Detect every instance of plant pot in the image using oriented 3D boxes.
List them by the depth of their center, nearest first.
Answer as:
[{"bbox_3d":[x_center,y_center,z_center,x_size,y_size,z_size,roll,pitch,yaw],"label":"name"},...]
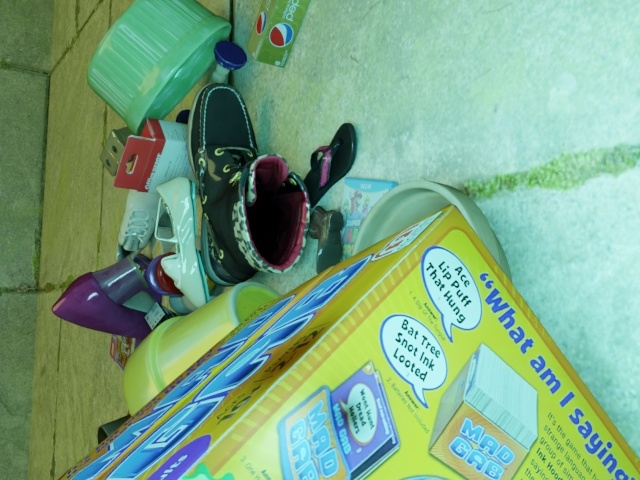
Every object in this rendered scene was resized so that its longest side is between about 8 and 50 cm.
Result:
[{"bbox_3d":[0.139,0.055,0.806,0.237,0.109,0.238,-13,74,56],"label":"plant pot"},{"bbox_3d":[-0.151,0.202,1.147,0.239,0.254,0.254,-43,49,26],"label":"plant pot"}]

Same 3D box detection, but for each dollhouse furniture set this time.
[{"bbox_3d":[-0.455,-0.194,1.815,0.184,0.129,0.129,54,138,7],"label":"dollhouse furniture set"}]

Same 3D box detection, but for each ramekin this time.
[{"bbox_3d":[-0.335,-0.376,1.437,0.303,0.148,0.303,-48,8,9],"label":"ramekin"}]

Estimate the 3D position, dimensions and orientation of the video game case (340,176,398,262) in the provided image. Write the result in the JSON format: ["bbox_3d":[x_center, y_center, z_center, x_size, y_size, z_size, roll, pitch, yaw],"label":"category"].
[{"bbox_3d":[0.062,-0.006,1.026,0.119,0.015,0.166,14,98,58],"label":"video game case"}]

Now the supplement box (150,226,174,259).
[{"bbox_3d":[-0.385,0.023,1.717,0.062,0.036,0.098,-55,43,38],"label":"supplement box"}]

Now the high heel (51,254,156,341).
[{"bbox_3d":[-0.432,0.180,1.509,0.127,0.181,0.377,48,161,35],"label":"high heel"}]

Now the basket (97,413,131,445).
[{"bbox_3d":[-0.280,0.369,1.294,0.204,0.226,0.154,-11,92,58],"label":"basket"}]

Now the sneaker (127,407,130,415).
[{"bbox_3d":[-0.435,0.497,1.712,0.221,0.086,0.128,-108,29,-52],"label":"sneaker"}]

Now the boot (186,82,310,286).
[{"bbox_3d":[-0.129,-0.108,1.202,0.284,0.138,0.378,174,96,-65],"label":"boot"}]

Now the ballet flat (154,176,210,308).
[{"bbox_3d":[-0.255,0.011,1.261,0.086,0.086,0.249,-6,91,58],"label":"ballet flat"}]

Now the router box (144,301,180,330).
[{"bbox_3d":[-0.269,0.206,1.415,0.046,0.133,0.179,-52,35,-1],"label":"router box"}]

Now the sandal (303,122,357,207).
[{"bbox_3d":[0.003,-0.114,1.110,0.179,0.040,0.067,-51,45,42],"label":"sandal"}]

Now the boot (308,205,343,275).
[{"bbox_3d":[0.000,0.000,1.085,0.114,0.037,0.107,-163,88,-70],"label":"boot"}]

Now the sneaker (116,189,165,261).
[{"bbox_3d":[-0.438,-0.046,1.720,0.297,0.110,0.129,122,161,-50],"label":"sneaker"}]

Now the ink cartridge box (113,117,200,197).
[{"bbox_3d":[-0.296,-0.165,1.416,0.134,0.231,0.078,-61,40,33],"label":"ink cartridge box"}]

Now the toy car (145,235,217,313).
[{"bbox_3d":[-0.294,0.073,1.471,0.182,0.136,0.159,-12,76,57],"label":"toy car"}]

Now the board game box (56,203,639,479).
[{"bbox_3d":[0.016,0.253,0.614,0.357,0.356,0.356,53,143,-4],"label":"board game box"}]

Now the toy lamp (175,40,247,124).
[{"bbox_3d":[-0.247,-0.303,1.503,0.275,0.080,0.080,-51,45,42],"label":"toy lamp"}]

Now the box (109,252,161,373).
[{"bbox_3d":[-0.481,0.194,1.829,0.201,0.057,0.294,22,105,56],"label":"box"}]

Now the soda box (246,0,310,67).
[{"bbox_3d":[-0.069,-0.405,1.245,0.181,0.061,0.058,-64,37,29],"label":"soda box"}]
